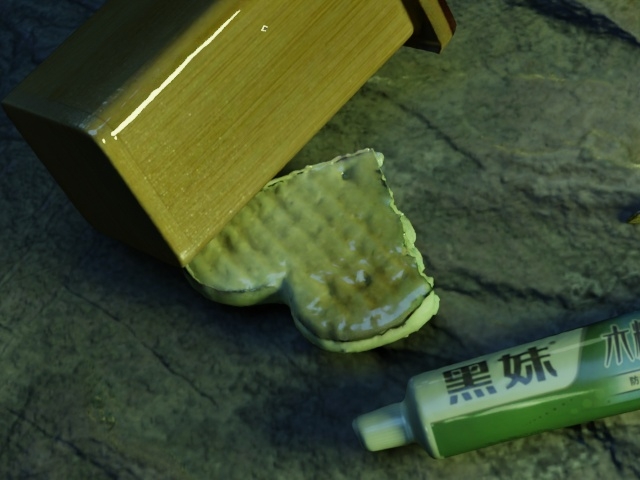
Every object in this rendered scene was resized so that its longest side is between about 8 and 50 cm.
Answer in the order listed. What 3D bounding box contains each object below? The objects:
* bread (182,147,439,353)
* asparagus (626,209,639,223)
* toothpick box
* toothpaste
[{"bbox_3d":[0.000,0.000,1.140,0.232,0.064,0.172,18,69,25],"label":"bread"},{"bbox_3d":[0.315,-0.042,1.103,0.163,0.016,0.016,-16,75,5],"label":"asparagus"},{"bbox_3d":[-0.077,-0.147,1.143,0.190,0.187,0.308,21,61,45],"label":"toothpick box"},{"bbox_3d":[0.213,0.091,1.023,0.392,0.061,0.099,-16,54,5],"label":"toothpaste"}]
